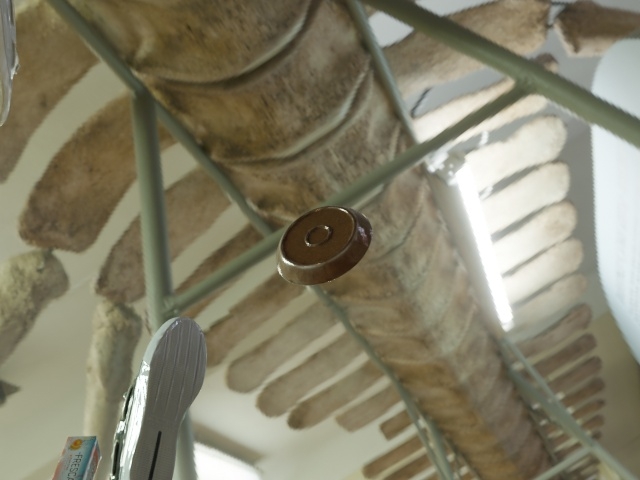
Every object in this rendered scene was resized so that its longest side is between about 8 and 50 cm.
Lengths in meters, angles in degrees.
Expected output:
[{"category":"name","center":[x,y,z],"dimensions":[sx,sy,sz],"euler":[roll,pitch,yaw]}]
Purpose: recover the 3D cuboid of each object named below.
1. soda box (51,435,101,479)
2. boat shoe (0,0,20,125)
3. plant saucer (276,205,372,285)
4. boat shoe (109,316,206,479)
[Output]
[{"category":"soda box","center":[-0.482,0.464,1.713],"dimensions":[0.063,0.183,0.058],"euler":[-2,-60,2]},{"category":"boat shoe","center":[-0.424,-0.242,1.149],"dimensions":[0.066,0.184,0.063],"euler":[2,13,25]},{"category":"plant saucer","center":[0.000,0.000,1.412],"dimensions":[0.168,0.168,0.029],"euler":[-31,-50,-1]},{"category":"boat shoe","center":[-0.296,0.287,1.508],"dimensions":[0.119,0.335,0.121],"euler":[-17,-42,42]}]
